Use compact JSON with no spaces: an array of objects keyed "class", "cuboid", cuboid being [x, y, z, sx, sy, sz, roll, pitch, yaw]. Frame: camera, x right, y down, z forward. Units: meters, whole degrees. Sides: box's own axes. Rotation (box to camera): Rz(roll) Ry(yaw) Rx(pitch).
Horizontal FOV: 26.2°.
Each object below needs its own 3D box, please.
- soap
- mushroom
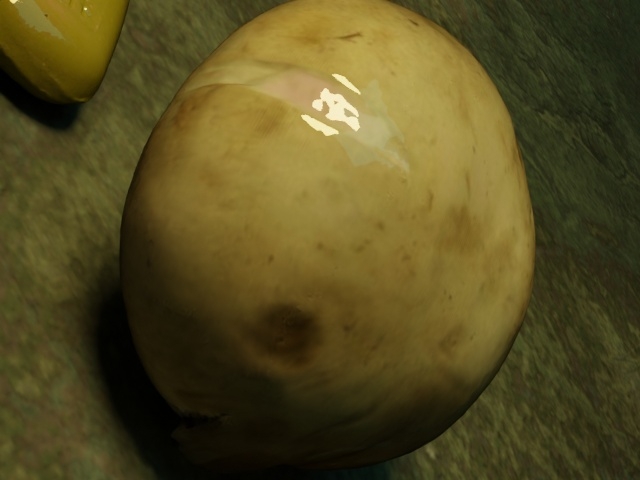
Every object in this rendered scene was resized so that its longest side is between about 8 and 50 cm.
[{"class":"soap","cuboid":[-0.140,-0.130,0.724,0.089,0.045,0.140,42,31,-26]},{"class":"mushroom","cuboid":[0.000,0.000,0.686,0.184,0.255,0.255,23,5,33]}]
